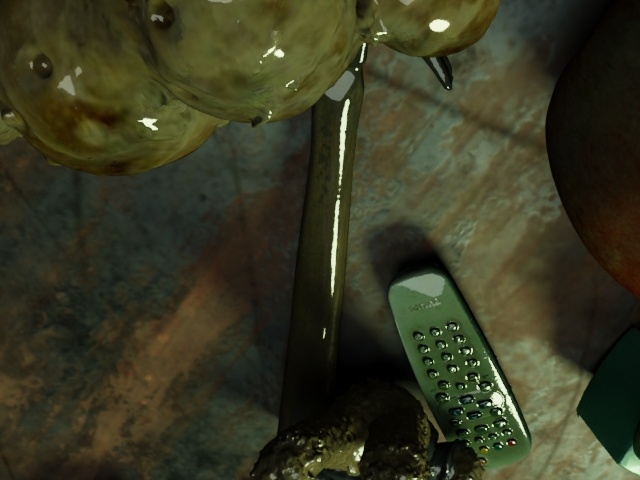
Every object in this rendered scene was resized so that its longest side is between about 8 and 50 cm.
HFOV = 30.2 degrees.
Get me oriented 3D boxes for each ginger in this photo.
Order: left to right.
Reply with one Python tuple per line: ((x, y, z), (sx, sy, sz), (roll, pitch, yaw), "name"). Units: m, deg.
((-0.082, -0.135, 0.749), (0.375, 0.256, 0.176), (-20, 78, 26), "ginger")

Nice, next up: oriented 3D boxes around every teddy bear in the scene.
((0.047, 0.186, 1.007), (0.181, 0.129, 0.251), (4, 158, 14), "teddy bear")

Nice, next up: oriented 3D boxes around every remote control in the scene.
((0.119, 0.111, 1.015), (0.072, 0.042, 0.222), (-17, 119, 17), "remote control")

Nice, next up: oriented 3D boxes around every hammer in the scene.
((0.000, 0.000, 0.964), (0.168, 0.044, 0.440), (9, 123, 4), "hammer")

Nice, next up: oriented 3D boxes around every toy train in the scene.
((0.362, 0.190, 0.950), (0.298, 0.194, 0.120), (28, 101, -14), "toy train")

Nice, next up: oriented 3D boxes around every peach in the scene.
((0.271, -0.068, 0.779), (0.252, 0.252, 0.253), (3, 122, 6), "peach")
